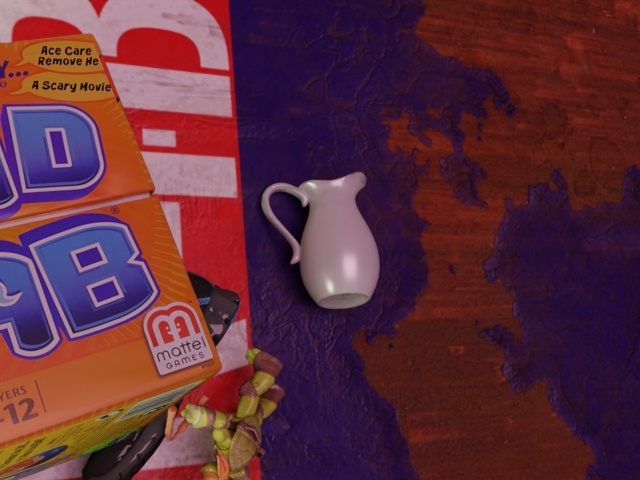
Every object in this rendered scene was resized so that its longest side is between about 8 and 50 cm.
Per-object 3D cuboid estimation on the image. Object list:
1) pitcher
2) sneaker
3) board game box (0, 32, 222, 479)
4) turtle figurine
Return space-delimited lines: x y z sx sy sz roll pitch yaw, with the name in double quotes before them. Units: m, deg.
"pitcher" 0.000 0.000 1.430 0.178 0.125 0.207 -3 69 -10
"sneaker" -0.246 0.189 1.251 0.139 0.125 0.341 30 59 -3
"board game box" -0.372 0.060 0.890 0.356 0.356 0.356 -16 77 -32
"turtle figurine" -0.117 0.260 1.258 0.217 0.087 0.269 -62 145 -40
